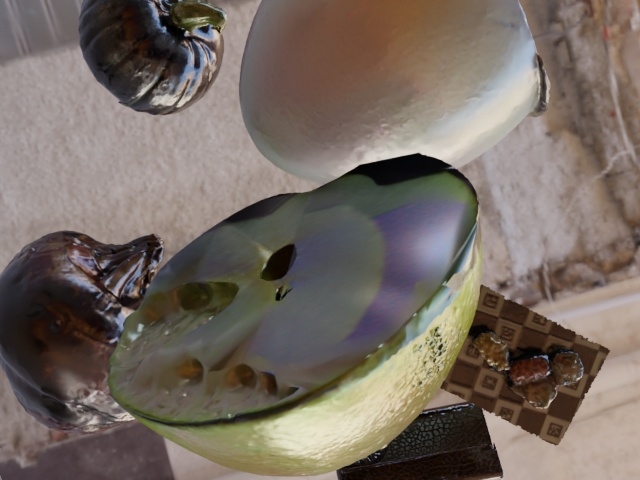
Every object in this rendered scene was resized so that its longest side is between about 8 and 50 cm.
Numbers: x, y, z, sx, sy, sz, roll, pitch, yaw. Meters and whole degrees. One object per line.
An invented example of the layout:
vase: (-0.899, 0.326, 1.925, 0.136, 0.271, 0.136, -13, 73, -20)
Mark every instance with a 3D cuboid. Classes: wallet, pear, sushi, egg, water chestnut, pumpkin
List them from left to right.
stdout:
water chestnut: (-0.315, 0.115, 1.206, 0.289, 0.244, 0.289, 46, -33, 41)
pumpkin: (-0.303, -0.394, 1.688, 0.296, 0.296, 0.295, 164, -90, -84)
pear: (-0.004, 0.096, 0.884, 0.165, 0.399, 0.399, 60, 1, -27)
egg: (0.055, -0.221, 1.134, 0.354, 0.340, 0.354, 59, -1, 2)
wallet: (0.140, 0.315, 1.340, 0.039, 0.243, 0.133, 90, -10, -53)
sushi: (0.232, 0.149, 1.063, 0.139, 0.201, 0.031, -63, -177, 6)
